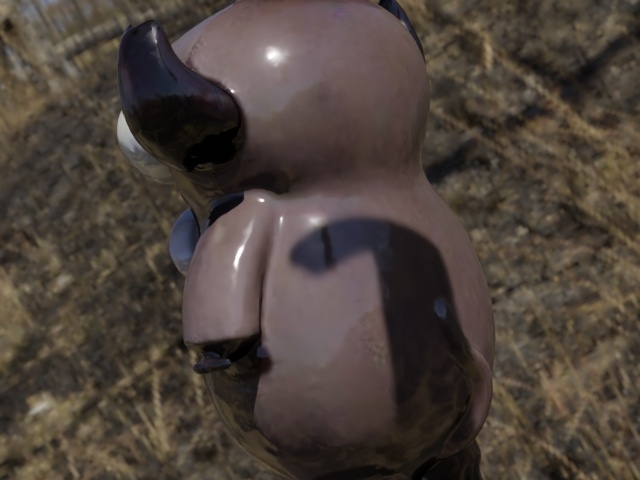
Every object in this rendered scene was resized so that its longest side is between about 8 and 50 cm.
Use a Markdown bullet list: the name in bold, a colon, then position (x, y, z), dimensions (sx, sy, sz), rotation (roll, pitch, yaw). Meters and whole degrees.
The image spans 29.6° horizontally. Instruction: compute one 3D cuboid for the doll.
- **doll**: position (0.002, 0.001, 0.513), dimensions (0.117, 0.257, 0.182), rotation (-19, 2, 37)
